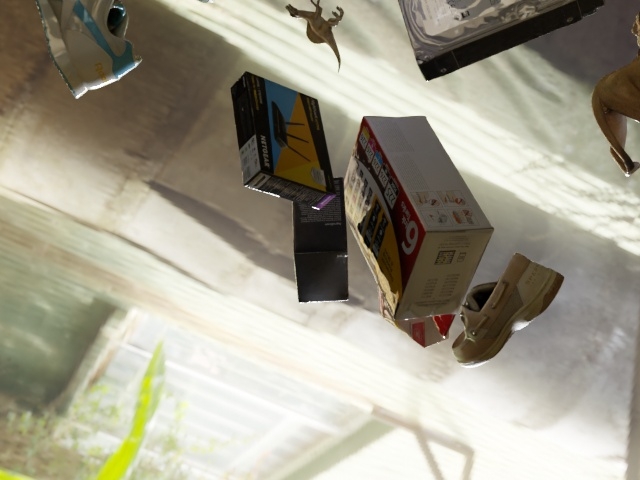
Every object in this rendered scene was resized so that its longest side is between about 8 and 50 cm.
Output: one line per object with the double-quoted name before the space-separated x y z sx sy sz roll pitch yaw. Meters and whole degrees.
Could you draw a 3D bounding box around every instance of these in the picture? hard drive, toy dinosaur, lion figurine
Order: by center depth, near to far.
"hard drive" 0.313 -0.446 1.822 0.339 0.064 0.237 -19 -125 13
"lion figurine" 0.632 -0.307 1.956 0.392 0.240 0.142 -37 174 -31
"toy dinosaur" 0.010 -0.436 2.075 0.092 0.183 0.053 -49 166 32

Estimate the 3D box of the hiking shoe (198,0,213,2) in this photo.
"hiking shoe" -0.250 -0.493 1.787 0.304 0.132 0.113 35 -71 63

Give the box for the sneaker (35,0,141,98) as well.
"sneaker" -0.274 -0.270 1.153 0.087 0.092 0.228 75 -7 -69

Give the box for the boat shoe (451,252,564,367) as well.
"boat shoe" 0.318 0.124 1.862 0.121 0.110 0.341 -56 180 -37

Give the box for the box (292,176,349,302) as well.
"box" 0.000 0.000 1.734 0.156 0.093 0.158 87 0 -54

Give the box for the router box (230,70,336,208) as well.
"router box" -0.054 -0.141 1.428 0.046 0.133 0.179 -40 -132 38

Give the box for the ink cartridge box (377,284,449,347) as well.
"ink cartridge box" 0.174 0.120 2.041 0.198 0.067 0.115 34 -45 52

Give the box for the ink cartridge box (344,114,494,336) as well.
"ink cartridge box" 0.148 -0.020 1.766 0.309 0.130 0.272 -114 -151 -43
